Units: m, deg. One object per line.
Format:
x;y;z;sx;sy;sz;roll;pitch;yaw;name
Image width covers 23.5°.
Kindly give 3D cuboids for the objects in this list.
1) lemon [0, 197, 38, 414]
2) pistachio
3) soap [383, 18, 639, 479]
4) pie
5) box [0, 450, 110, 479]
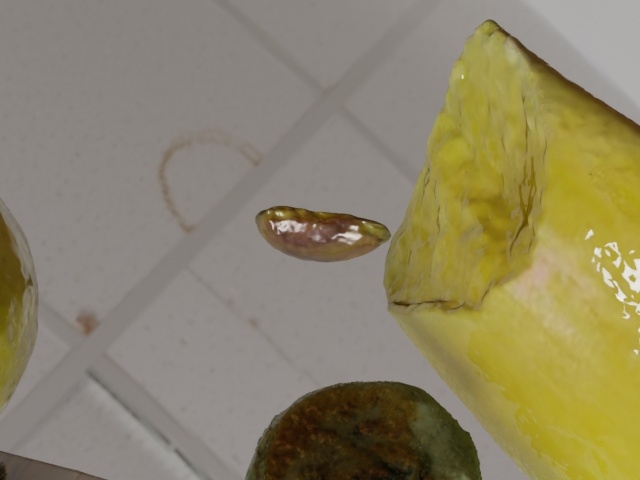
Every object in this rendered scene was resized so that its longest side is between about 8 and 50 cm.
-0.401;0.057;1.280;0.348;0.348;0.348;22;-134;-24;lemon
0.000;0.000;1.889;0.173;0.089;0.049;7;-112;18;pistachio
0.194;0.054;1.140;0.115;0.306;0.427;-13;-135;-41;soap
0.029;0.179;1.139;0.187;0.041;0.187;-9;-133;9;pie
-0.255;0.206;1.021;0.233;0.067;0.149;10;-135;24;box
